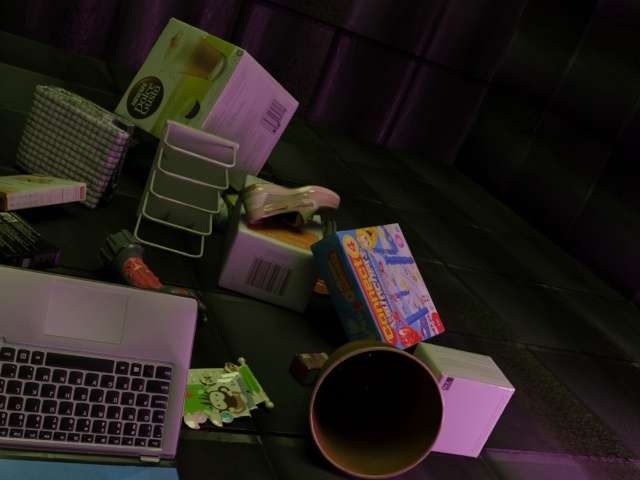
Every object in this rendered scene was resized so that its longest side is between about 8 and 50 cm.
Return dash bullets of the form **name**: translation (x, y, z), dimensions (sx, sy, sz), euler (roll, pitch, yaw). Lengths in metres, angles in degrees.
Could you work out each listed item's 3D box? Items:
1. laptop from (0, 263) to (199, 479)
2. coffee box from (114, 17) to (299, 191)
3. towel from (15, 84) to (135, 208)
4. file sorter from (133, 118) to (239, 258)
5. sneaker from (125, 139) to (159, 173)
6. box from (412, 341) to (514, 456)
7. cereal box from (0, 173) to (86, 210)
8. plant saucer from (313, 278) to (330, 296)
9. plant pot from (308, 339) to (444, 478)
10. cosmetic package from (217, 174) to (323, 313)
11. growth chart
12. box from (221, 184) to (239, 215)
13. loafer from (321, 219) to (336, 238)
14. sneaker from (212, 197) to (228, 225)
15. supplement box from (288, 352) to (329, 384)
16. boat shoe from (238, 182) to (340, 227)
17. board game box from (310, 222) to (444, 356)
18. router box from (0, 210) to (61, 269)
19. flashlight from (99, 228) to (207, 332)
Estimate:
- **laptop**: translation (-0.337, 0.243, 1.019), dimensions (0.382, 0.408, 0.236), euler (13, -12, -27)
- **coffee box**: translation (-0.338, -0.401, 2.282), dimensions (0.334, 0.338, 0.338), euler (31, -1, 30)
- **towel**: translation (-0.630, -0.246, 1.967), dimensions (0.283, 0.235, 0.121), euler (27, 14, 11)
- **file sorter**: translation (-0.339, -0.124, 1.900), dimensions (0.192, 0.278, 0.173), euler (17, 22, -15)
- **sneaker**: translation (-0.506, -0.223, 2.276), dimensions (0.110, 0.107, 0.275), euler (-10, 28, -36)
- **box**: translation (0.257, 0.322, 1.526), dimensions (0.181, 0.181, 0.119), euler (15, 21, -22)
- **cereal box**: translation (-0.695, -0.117, 1.767), dimensions (0.173, 0.047, 0.240), euler (12, 14, 25)
- **plant saucer**: translation (-0.004, 0.125, 2.006), dimensions (0.083, 0.013, 0.083), euler (21, 19, -7)
- **plant pot**: translation (0.090, 0.283, 1.429), dimensions (0.237, 0.237, 0.254), euler (21, 6, -6)
- **cosmetic package**: translation (-0.125, -0.005, 1.996), dimensions (0.230, 0.162, 0.453), euler (19, 19, -11)
- **growth chart**: translation (-0.199, 0.277, 1.384), dimensions (0.237, 0.021, 0.172), euler (4, 28, -41)
- **box**: translation (-0.250, -0.113, 2.319), dimensions (0.105, 0.043, 0.179), euler (11, 20, -31)
- **loafer**: translation (0.000, 0.000, 2.229), dimensions (0.084, 0.096, 0.267), euler (14, 22, -8)
- **sneaker**: translation (-0.346, -0.101, 2.155), dimensions (0.085, 0.086, 0.237), euler (-29, 35, -30)
- **supplement box**: translation (-0.014, 0.267, 1.578), dimensions (0.083, 0.043, 0.055), euler (6, 26, -41)
- **boat shoe**: translation (-0.067, -0.076, 1.875), dimensions (0.302, 0.109, 0.098), euler (3, 68, -45)
- **board game box**: translation (0.144, 0.121, 1.829), dimensions (0.302, 0.086, 0.308), euler (-10, 74, -57)
- **router box**: translation (-0.650, 0.000, 1.573), dimensions (0.179, 0.046, 0.133), euler (33, 21, 26)
- **flashlight**: translation (-0.354, 0.086, 1.576), dimensions (0.103, 0.103, 0.304), euler (-29, 52, -23)
